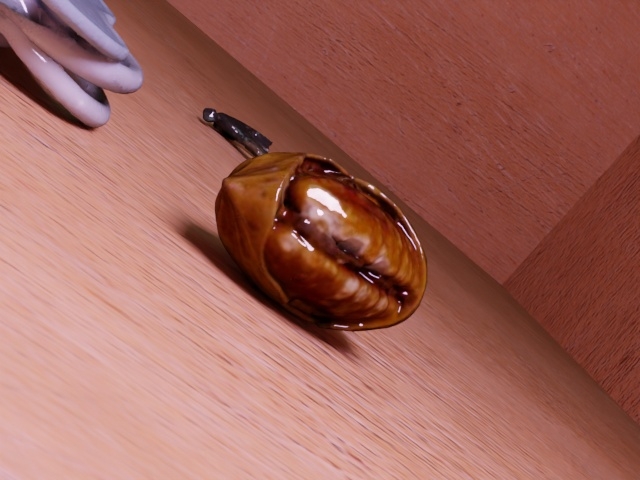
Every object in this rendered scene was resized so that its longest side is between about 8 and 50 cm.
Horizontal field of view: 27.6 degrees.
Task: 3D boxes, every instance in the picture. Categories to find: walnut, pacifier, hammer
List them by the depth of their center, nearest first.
[{"bbox_3d":[0.000,0.000,0.890,0.207,0.116,0.116,35,9,-46],"label":"walnut"},{"bbox_3d":[-0.170,-0.237,0.900,0.244,0.233,0.299,42,7,-23],"label":"pacifier"},{"bbox_3d":[-0.018,-0.047,1.472,0.297,0.027,0.125,44,11,23],"label":"hammer"}]
